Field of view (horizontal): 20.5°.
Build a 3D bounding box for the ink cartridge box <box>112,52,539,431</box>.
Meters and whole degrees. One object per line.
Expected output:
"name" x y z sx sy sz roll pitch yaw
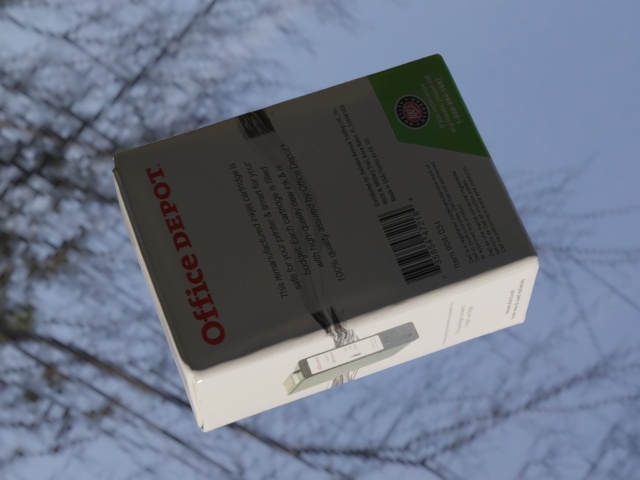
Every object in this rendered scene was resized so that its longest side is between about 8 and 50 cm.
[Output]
"ink cartridge box" 0.000 0.000 1.347 0.272 0.115 0.198 -18 -115 -9
